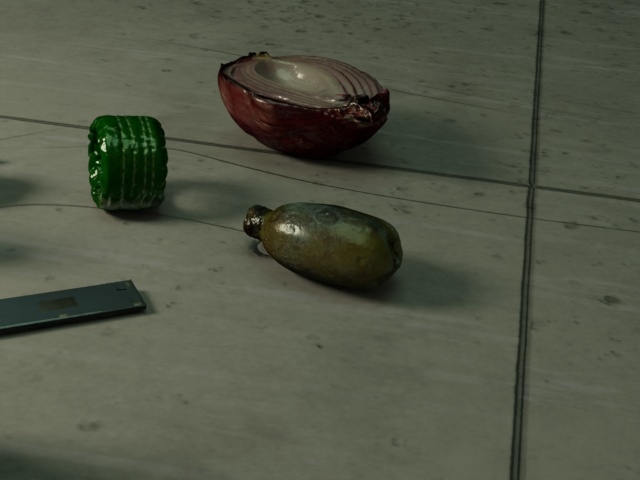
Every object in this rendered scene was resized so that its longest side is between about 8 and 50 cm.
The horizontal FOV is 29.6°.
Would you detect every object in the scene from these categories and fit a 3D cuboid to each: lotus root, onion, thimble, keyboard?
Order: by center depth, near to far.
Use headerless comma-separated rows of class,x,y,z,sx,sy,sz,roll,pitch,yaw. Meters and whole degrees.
keyboard,-0.273,0.070,1.259,0.176,0.014,0.055,-9,29,-25
lotus root,0.000,0.000,1.366,0.192,0.088,0.113,13,11,20
thimble,-0.239,-0.096,1.496,0.090,0.118,0.130,0,53,-18
onion,-0.012,-0.176,1.686,0.227,0.120,0.283,-11,26,-31
